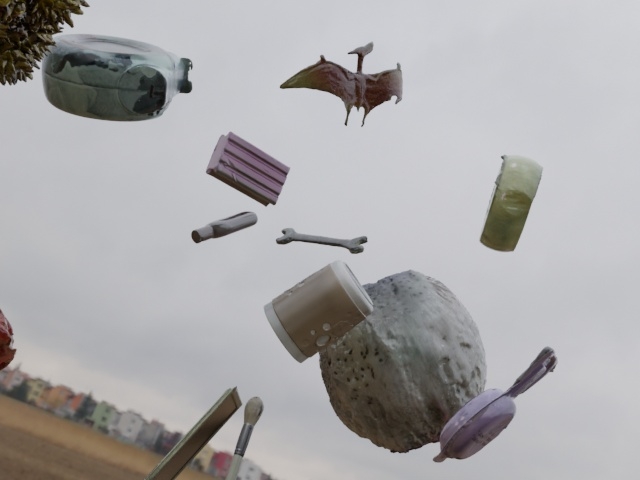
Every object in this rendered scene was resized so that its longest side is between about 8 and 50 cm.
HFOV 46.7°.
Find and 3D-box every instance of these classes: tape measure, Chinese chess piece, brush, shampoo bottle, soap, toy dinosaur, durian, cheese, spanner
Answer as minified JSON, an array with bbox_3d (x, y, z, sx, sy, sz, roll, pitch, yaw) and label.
[{"bbox_3d":[-0.412,-0.321,1.481,0.275,0.147,0.256,8,21,-2],"label":"tape measure"},{"bbox_3d":[0.360,-0.071,1.420,0.083,0.188,0.188,17,-19,9],"label":"Chinese chess piece"},{"bbox_3d":[-0.177,0.473,1.582,0.042,0.299,0.039,20,-32,-6],"label":"brush"},{"bbox_3d":[-0.222,-0.030,1.685,0.080,0.040,0.165,-3,13,43],"label":"shampoo bottle"},{"bbox_3d":[-0.190,-0.186,1.960,0.203,0.122,0.065,30,-19,-29],"label":"soap"},{"bbox_3d":[0.072,-0.388,1.878,0.113,0.327,0.207,14,-52,61],"label":"toy dinosaur"},{"bbox_3d":[-0.464,-0.354,1.055,0.258,0.293,0.258,1,-36,1],"label":"durian"},{"bbox_3d":[0.206,0.198,0.873,0.042,0.191,0.105,50,2,29],"label":"cheese"},{"bbox_3d":[0.000,0.000,1.597,0.254,0.054,0.015,7,-48,41],"label":"spanner"}]

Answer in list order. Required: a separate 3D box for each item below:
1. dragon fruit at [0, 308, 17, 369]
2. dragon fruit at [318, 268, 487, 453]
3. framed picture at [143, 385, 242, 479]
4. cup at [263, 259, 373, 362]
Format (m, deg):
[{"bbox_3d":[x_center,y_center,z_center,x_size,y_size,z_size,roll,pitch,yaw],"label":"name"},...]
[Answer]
[{"bbox_3d":[-0.598,0.182,1.170,0.152,0.205,0.317,16,-35,20],"label":"dragon fruit"},{"bbox_3d":[0.135,0.198,1.227,0.283,0.204,0.221,-22,-52,0],"label":"dragon fruit"},{"bbox_3d":[-0.232,0.364,1.303,0.014,0.252,0.197,40,-18,11],"label":"framed picture"},{"bbox_3d":[0.007,0.082,0.800,0.102,0.099,0.074,52,6,-42],"label":"cup"}]
